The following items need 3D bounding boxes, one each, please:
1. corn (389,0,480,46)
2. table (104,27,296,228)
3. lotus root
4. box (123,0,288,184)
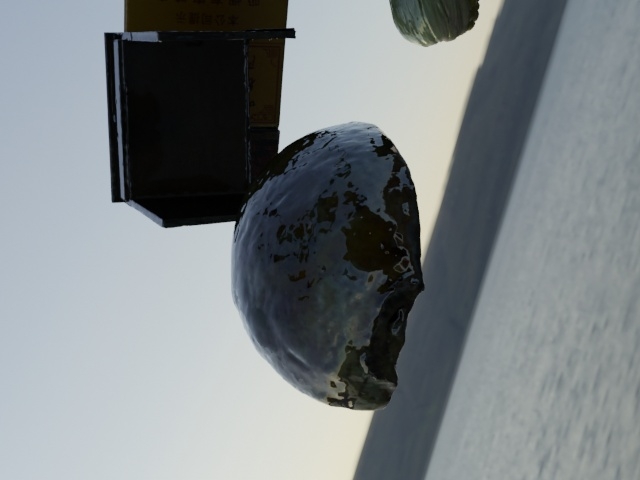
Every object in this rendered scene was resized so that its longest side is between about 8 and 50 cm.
[{"bbox_3d":[0.115,-0.394,1.305,0.123,0.122,0.305,-25,-76,-45],"label":"corn"},{"bbox_3d":[-0.168,-0.161,1.433,0.282,0.196,0.250,-156,64,-66],"label":"table"},{"bbox_3d":[-0.006,0.002,0.992,0.314,0.142,0.210,-112,29,-65],"label":"lotus root"},{"bbox_3d":[-0.192,-0.282,1.726,0.116,0.264,0.415,-111,25,-62],"label":"box"}]
